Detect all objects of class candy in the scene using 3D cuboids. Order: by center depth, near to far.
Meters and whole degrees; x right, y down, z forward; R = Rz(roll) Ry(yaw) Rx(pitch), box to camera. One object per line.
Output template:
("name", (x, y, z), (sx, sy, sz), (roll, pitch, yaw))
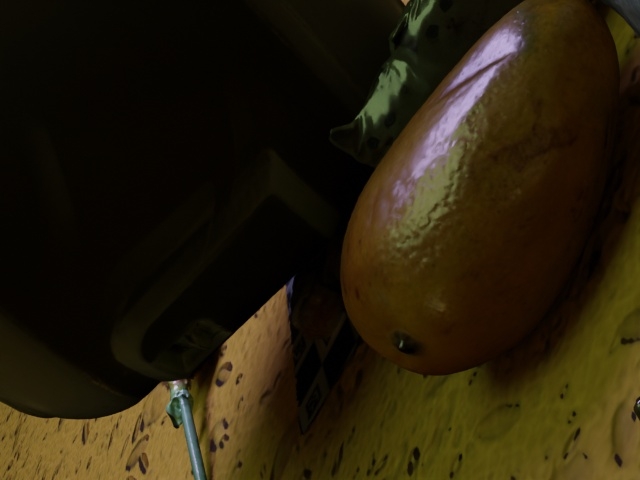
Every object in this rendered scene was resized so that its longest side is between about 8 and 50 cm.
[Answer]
("candy", (-0.087, 0.105, 1.109), (0.060, 0.060, 0.201), (-59, 26, 26))

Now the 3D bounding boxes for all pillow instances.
("pillow", (0.067, -0.083, 0.764), (0.241, 0.093, 0.051), (-64, 30, 10))

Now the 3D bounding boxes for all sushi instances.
("sushi", (0.000, 0.000, 0.977), (0.139, 0.031, 0.201), (-61, 18, 24))

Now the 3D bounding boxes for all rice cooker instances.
("rice cooker", (-0.113, -0.104, 0.899), (0.325, 0.335, 0.335), (-44, 18, 2))

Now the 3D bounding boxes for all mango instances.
("mango", (0.070, -0.019, 0.693), (0.165, 0.089, 0.115), (-56, 10, 25))

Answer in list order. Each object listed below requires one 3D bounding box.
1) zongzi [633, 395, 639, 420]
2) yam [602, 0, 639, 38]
("zongzi", (0.130, 0.064, 0.480), (0.076, 0.040, 0.083), (-45, 39, 39))
("yam", (0.144, -0.086, 0.461), (0.133, 0.133, 0.330), (-64, 16, 13))
